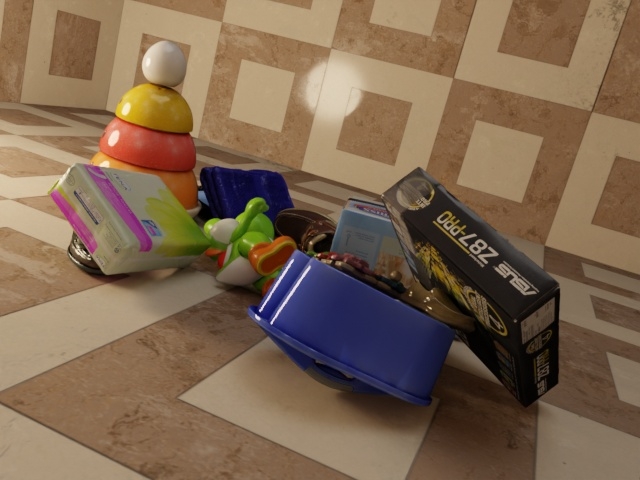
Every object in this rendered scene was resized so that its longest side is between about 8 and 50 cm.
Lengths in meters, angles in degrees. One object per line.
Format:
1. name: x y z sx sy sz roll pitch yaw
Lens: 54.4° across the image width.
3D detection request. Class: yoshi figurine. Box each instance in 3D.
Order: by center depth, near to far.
1. yoshi figurine: -0.142 0.011 1.448 0.203 0.203 0.362 24 3 -38

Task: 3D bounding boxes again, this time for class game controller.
1. game controller: -0.342 -0.121 1.981 0.167 0.067 0.319 4 17 -39

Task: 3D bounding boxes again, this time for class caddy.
1. caddy: 0.048 0.158 1.023 0.341 0.179 0.241 28 -1 -16

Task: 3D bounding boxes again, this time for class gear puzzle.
1. gear puzzle: 0.059 0.058 1.249 0.176 0.044 0.339 28 -7 -17

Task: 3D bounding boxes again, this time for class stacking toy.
1. stacking toy: -0.466 -0.312 1.736 0.351 0.479 0.350 14 13 -3

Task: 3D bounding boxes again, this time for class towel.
1. towel: -0.201 -0.121 1.862 0.308 0.076 0.227 -5 67 -51

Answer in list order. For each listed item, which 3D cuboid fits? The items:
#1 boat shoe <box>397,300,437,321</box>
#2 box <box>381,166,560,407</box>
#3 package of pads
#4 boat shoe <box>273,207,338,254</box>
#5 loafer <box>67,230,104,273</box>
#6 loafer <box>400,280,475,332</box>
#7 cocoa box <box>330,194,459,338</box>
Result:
1. boat shoe: 0.127 0.147 1.340 0.258 0.095 0.084 11 18 -20
2. box: 0.273 0.092 1.092 0.318 0.097 0.395 51 -5 36
3. package of pads: -0.397 -0.046 1.316 0.229 0.101 0.296 50 16 15
4. boat shoe: 0.000 0.000 1.757 0.342 0.123 0.123 27 16 21
5. loafer: -0.489 -0.010 1.336 0.096 0.084 0.267 9 14 -28
6. loafer: 0.199 0.108 1.046 0.148 0.050 0.056 26 -3 40
7. cocoa box: 0.196 0.054 1.493 0.347 0.231 0.228 15 13 4
